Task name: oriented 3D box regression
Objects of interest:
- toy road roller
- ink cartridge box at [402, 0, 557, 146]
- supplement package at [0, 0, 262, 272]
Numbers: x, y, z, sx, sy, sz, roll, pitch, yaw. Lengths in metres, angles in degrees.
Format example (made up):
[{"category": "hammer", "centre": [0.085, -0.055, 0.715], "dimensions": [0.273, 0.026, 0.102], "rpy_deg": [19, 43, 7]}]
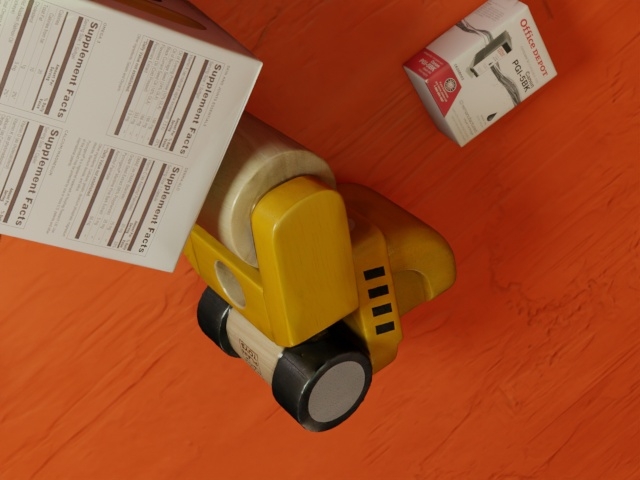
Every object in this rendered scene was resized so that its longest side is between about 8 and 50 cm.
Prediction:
[{"category": "toy road roller", "centre": [0.000, 0.000, 1.037], "dimensions": [0.241, 0.202, 0.329], "rpy_deg": [-32, 132, -23]}, {"category": "ink cartridge box", "centre": [0.172, -0.182, 1.100], "dimensions": [0.135, 0.056, 0.099], "rpy_deg": [-38, 126, -3]}, {"category": "supplement package", "centre": [-0.228, -0.126, 0.843], "dimensions": [0.263, 0.199, 0.198], "rpy_deg": [15, 109, -32]}]
